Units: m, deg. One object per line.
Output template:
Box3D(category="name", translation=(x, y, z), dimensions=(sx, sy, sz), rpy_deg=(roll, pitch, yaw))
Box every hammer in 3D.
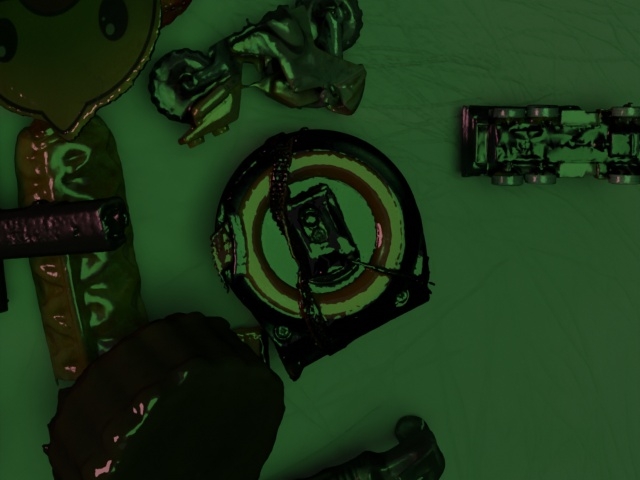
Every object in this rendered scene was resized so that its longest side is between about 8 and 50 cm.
Box3D(category="hammer", translation=(0.015, 0.249, 1.231), dimensions=(0.226, 0.159, 0.041), rpy_deg=(-20, 100, 3))

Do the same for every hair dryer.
Box3D(category="hair dryer", translation=(-0.270, -0.018, 1.087), dimensions=(0.251, 0.089, 0.197), rpy_deg=(0, 97, 30))

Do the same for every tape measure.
Box3D(category="tape measure", translation=(0.000, 0.000, 1.187), dimensions=(0.202, 0.135, 0.223), rpy_deg=(-28, 98, 0))

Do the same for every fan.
Box3D(category="fan", translation=(-0.242, -0.255, 1.094), dimensions=(0.230, 0.011, 0.335), rpy_deg=(-6, 87, 26))

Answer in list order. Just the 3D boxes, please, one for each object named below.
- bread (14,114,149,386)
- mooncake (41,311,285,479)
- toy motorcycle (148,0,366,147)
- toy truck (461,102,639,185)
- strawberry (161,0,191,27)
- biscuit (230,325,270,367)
Box3D(category="bread", translation=(-0.226, 0.006, 1.158), dimensions=(0.087, 0.098, 0.269), rpy_deg=(-21, 106, -53))
Box3D(category="mooncake", translation=(-0.144, 0.174, 1.122), dimensions=(0.228, 0.124, 0.228), rpy_deg=(-29, 138, -30))
Box3D(category="toy motorcycle", translation=(-0.046, -0.155, 1.173), dimensions=(0.229, 0.094, 0.130), rpy_deg=(-28, 102, -17))
Box3D(category="toy truck", translation=(0.241, -0.101, 1.257), dimensions=(0.192, 0.092, 0.083), rpy_deg=(0, 97, -5))
Box3D(category="strawberry", translation=(-0.178, -0.282, 1.139), dimensions=(0.121, 0.082, 0.188), rpy_deg=(-12, 85, -12))
Box3D(category="biscuit", translation=(-0.090, 0.130, 1.241), dimensions=(0.081, 0.018, 0.083), rpy_deg=(-6, 98, -13))
